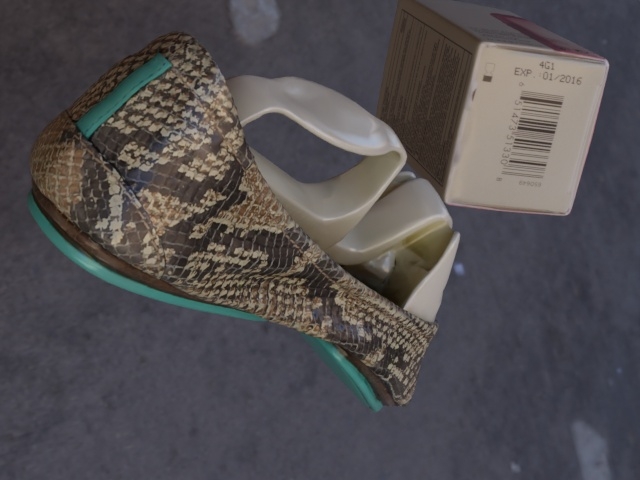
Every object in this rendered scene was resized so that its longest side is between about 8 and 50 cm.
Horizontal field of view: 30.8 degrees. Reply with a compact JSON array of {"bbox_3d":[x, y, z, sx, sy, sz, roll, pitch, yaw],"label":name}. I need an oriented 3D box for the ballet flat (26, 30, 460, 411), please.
[{"bbox_3d":[0.000,0.000,0.821,0.164,0.182,0.483,47,5,32],"label":"ballet flat"}]

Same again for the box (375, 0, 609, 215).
[{"bbox_3d":[0.151,-0.133,1.095,0.232,0.127,0.148,-121,-141,-64],"label":"box"}]
